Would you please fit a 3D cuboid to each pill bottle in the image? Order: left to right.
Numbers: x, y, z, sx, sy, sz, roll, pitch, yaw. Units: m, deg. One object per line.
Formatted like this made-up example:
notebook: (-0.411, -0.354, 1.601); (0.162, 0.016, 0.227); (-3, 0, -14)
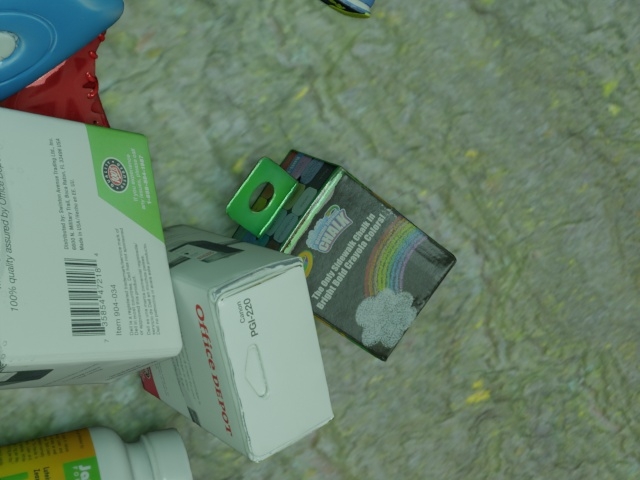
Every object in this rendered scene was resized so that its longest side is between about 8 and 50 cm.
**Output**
pill bottle: (-0.248, 0.252, 0.797); (0.246, 0.136, 0.136); (-9, 106, -21)

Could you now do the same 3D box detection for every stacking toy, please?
stacking toy: (-0.294, -0.262, 0.626); (0.166, 0.175, 0.301); (-29, 77, 13)

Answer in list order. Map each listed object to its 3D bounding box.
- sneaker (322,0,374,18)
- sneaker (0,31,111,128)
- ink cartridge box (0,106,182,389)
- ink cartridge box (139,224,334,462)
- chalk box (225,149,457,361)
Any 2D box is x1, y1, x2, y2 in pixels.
sneaker: (0.001, -0.274, 0.827); (0.144, 0.053, 0.059); (27, 92, -35)
sneaker: (-0.214, -0.163, 0.755); (0.221, 0.087, 0.128); (-45, 124, 6)
ink cartridge box: (-0.257, 0.008, 0.638); (0.273, 0.115, 0.198); (6, 67, -47)
ink cartridge box: (-0.096, 0.082, 0.772); (0.092, 0.218, 0.158); (-22, 111, -30)
chalk box: (0.000, 0.000, 0.849); (0.213, 0.132, 0.132); (37, 88, -25)
